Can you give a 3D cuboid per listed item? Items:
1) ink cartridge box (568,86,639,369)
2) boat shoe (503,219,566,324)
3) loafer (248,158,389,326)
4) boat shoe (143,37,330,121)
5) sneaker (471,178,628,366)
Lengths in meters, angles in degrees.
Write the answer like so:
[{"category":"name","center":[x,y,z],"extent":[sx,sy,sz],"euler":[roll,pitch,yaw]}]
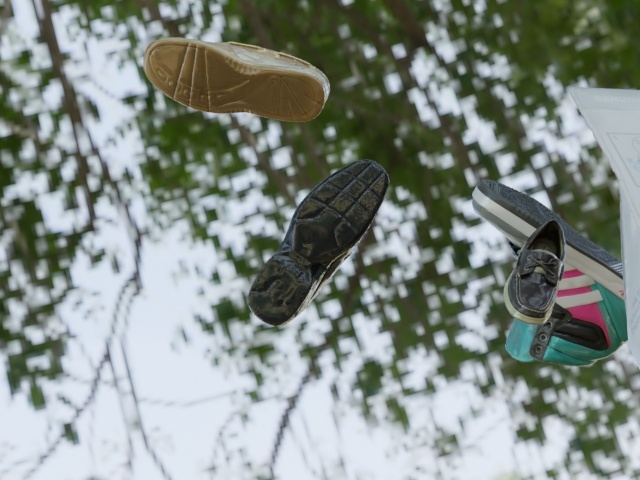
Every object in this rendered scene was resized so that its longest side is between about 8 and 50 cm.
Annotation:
[{"category":"ink cartridge box","center":[0.384,0.028,1.375],"extent":[0.308,0.385,0.091],"euler":[2,-48,-18]},{"category":"boat shoe","center":[0.227,0.030,1.763],"extent":[0.056,0.152,0.049],"euler":[16,-55,1]},{"category":"loafer","center":[0.000,0.000,1.475],"extent":[0.170,0.062,0.061],"euler":[-49,-9,5]},{"category":"boat shoe","center":[-0.072,-0.145,1.497],"extent":[0.170,0.063,0.059],"euler":[16,21,10]},{"category":"sneaker","center":[0.281,0.063,2.184],"extent":[0.178,0.295,0.124],"euler":[-53,9,16]}]
